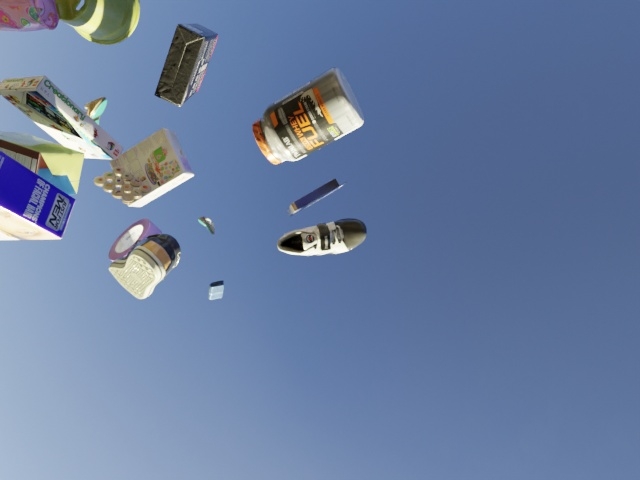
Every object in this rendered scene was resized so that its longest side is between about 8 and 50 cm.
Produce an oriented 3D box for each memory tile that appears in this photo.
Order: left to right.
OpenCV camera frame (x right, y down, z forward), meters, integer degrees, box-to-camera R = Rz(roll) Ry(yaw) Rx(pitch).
[{"bbox_3d":[-0.620,-0.175,1.375,0.148,0.113,0.012,32,-47,8],"label":"memory tile"}]

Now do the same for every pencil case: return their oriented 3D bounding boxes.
[{"bbox_3d":[-0.909,-0.663,1.244,0.283,0.124,0.124,1,-89,-2],"label":"pencil case"}]

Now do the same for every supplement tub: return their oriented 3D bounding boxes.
[{"bbox_3d":[-0.041,-0.375,1.361,0.315,0.193,0.194,-26,-107,17],"label":"supplement tub"}]

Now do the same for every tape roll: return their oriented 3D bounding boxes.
[{"bbox_3d":[-0.953,0.017,2.256,0.274,0.090,0.275,-24,-141,21],"label":"tape roll"}]

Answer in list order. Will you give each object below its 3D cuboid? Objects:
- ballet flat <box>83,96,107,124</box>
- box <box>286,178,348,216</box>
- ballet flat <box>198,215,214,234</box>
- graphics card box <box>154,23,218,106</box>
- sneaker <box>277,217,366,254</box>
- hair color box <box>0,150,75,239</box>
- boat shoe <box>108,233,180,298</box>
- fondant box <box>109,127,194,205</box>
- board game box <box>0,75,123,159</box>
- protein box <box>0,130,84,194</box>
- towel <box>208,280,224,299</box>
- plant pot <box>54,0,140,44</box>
[{"bbox_3d":[-0.905,-0.500,1.730,0.067,0.073,0.206,39,-54,-7],"label":"ballet flat"},{"bbox_3d":[-0.014,-0.162,1.584,0.037,0.225,0.136,60,-12,-2],"label":"box"},{"bbox_3d":[-0.488,-0.070,1.914,0.114,0.041,0.041,41,-65,24],"label":"ballet flat"},{"bbox_3d":[-0.449,-0.608,1.496,0.233,0.094,0.371,-61,-161,22],"label":"graphics card box"},{"bbox_3d":[0.000,0.000,1.563,0.330,0.146,0.123,-12,-88,16],"label":"sneaker"},{"bbox_3d":[-0.682,-0.113,0.845,0.185,0.339,0.110,-1,-112,16],"label":"hair color box"},{"bbox_3d":[-0.653,0.095,1.637,0.187,0.156,0.500,50,-38,-12],"label":"boat shoe"},{"bbox_3d":[-0.785,-0.334,2.037,0.330,0.096,0.239,-27,-96,14],"label":"fondant box"},{"bbox_3d":[-0.776,-0.360,1.325,0.192,0.305,0.053,8,-115,25],"label":"board game box"},{"bbox_3d":[-0.841,-0.218,1.258,0.201,0.200,0.136,19,-79,1],"label":"protein box"},{"bbox_3d":[-0.461,0.219,1.930,0.119,0.067,0.029,114,-40,-50],"label":"towel"},{"bbox_3d":[-0.778,-0.799,1.431,0.275,0.254,0.276,1,-70,1],"label":"plant pot"}]
